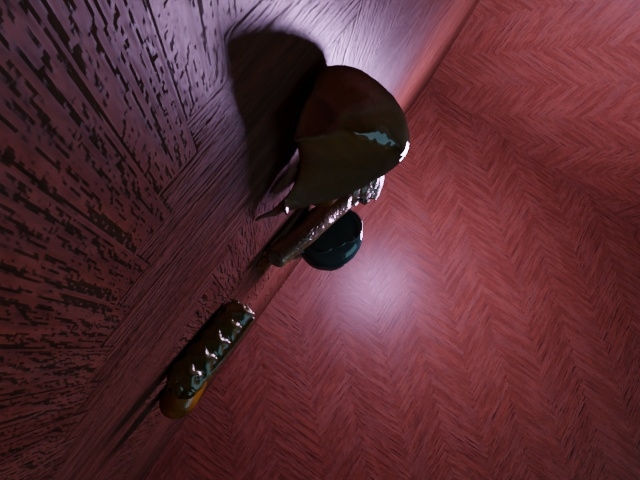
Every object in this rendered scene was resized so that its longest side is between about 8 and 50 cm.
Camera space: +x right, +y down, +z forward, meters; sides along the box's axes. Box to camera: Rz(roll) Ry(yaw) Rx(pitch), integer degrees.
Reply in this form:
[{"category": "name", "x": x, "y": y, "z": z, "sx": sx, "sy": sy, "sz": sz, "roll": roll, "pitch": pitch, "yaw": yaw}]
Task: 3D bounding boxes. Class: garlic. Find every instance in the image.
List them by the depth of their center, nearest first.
[{"category": "garlic", "x": 0.003, "y": -0.133, "z": 0.664, "sx": 0.196, "sy": 0.151, "sz": 0.338, "roll": -25, "pitch": 174, "yaw": -21}]

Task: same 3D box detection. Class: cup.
[{"category": "cup", "x": 0.000, "y": 0.000, "z": 1.493, "sx": 0.289, "sy": 0.219, "sz": 0.257, "roll": -22, "pitch": 174, "yaw": -6}]

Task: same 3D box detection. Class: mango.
[{"category": "mango", "x": -0.350, "y": 0.385, "z": 1.143, "sx": 0.165, "sy": 0.089, "sz": 0.115, "roll": -57, "pitch": 171, "yaw": -53}]

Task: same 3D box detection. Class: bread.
[{"category": "bread", "x": -0.261, "y": 0.257, "z": 1.044, "sx": 0.269, "sy": 0.087, "sz": 0.098, "roll": -52, "pitch": 180, "yaw": -42}]

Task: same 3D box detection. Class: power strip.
[{"category": "power strip", "x": -0.129, "y": 0.032, "z": 1.254, "sx": 0.049, "sy": 0.028, "sz": 0.178, "roll": -57, "pitch": 178, "yaw": 33}]

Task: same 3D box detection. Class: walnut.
[{"category": "walnut", "x": 0.140, "y": -0.211, "z": 1.449, "sx": 0.238, "sy": 0.141, "sz": 0.204, "roll": 160, "pitch": -53, "yaw": -81}]

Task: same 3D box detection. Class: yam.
[{"category": "yam", "x": -0.026, "y": -0.039, "z": 1.251, "sx": 0.356, "sy": 0.081, "sz": 0.081, "roll": -41, "pitch": 170, "yaw": -38}]

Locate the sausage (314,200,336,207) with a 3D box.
[{"category": "sausage", "x": 0.039, "y": -0.167, "z": 0.952, "sx": 0.271, "sy": 0.108, "sz": 0.109, "roll": -54, "pitch": 178, "yaw": -38}]
